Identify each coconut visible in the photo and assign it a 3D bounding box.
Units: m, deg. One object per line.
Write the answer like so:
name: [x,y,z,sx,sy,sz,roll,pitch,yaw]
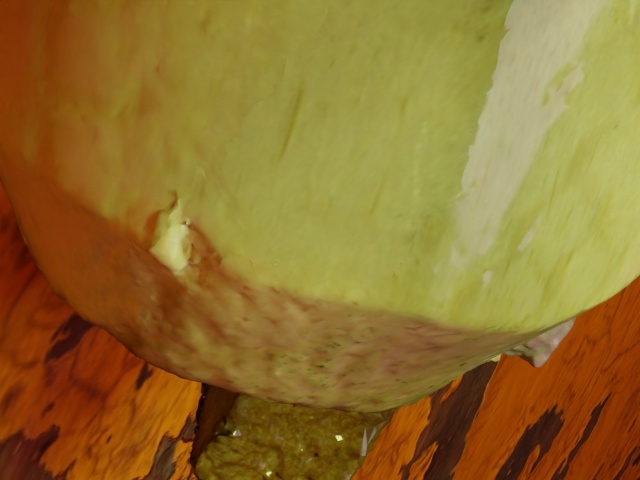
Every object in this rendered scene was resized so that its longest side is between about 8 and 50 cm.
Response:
coconut: [0.013,-0.087,0.597,0.259,0.259,0.259,-50,159,-27]

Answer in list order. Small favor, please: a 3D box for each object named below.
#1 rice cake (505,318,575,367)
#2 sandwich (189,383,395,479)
rice cake: [0.139,-0.019,1.199,0.106,0.050,0.298,-63,-176,21]
sandwich: [0.000,0.000,0.822,0.186,0.065,0.214,-62,-165,14]
